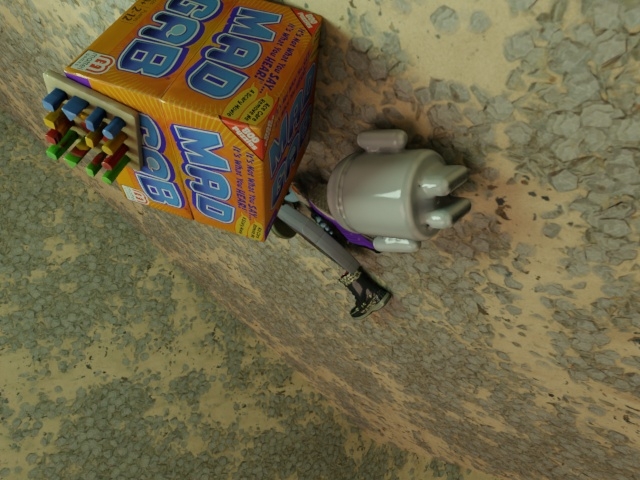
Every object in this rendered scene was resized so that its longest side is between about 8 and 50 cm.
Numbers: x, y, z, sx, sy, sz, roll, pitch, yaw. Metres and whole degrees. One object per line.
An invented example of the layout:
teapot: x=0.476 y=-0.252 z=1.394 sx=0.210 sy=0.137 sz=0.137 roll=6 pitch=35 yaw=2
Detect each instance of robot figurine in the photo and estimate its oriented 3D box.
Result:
robot figurine: x=0.157 y=-0.106 z=0.946 sx=0.353 sy=0.199 sz=0.300 roll=9 pitch=116 yaw=42

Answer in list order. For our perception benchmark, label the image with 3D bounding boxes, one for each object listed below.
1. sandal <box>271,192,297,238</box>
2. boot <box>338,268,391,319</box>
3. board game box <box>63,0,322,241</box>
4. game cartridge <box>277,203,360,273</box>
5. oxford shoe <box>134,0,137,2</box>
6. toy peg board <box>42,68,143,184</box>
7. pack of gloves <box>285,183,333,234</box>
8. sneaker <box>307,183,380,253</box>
sandal: x=-0.129 y=-0.118 z=1.355 sx=0.086 sy=0.120 sz=0.303 roll=7 pitch=139 yaw=23
boot: x=0.135 y=0.194 z=1.515 sx=0.178 sy=0.085 sz=0.236 roll=43 pitch=144 yaw=-3
board game box: x=-0.229 y=-0.277 z=0.903 sx=0.356 sy=0.357 sz=0.357 roll=17 pitch=148 yaw=4
game cartridge: x=0.000 y=0.000 z=1.301 sx=0.196 sy=0.060 sz=0.294 roll=28 pitch=171 yaw=48
oxford shoe: x=-0.367 y=-0.541 z=1.015 sx=0.169 sy=0.130 sz=0.450 roll=18 pitch=147 yaw=28
toy peg board: x=-0.417 y=-0.186 z=0.733 sx=0.161 sy=0.079 sz=0.161 roll=25 pitch=148 yaw=-7
pack of gloves: x=-0.054 y=-0.096 z=1.247 sx=0.195 sy=0.046 sz=0.232 roll=50 pitch=180 yaw=-18
sneaker: x=0.081 y=-0.049 z=1.215 sx=0.293 sy=0.102 sz=0.146 roll=32 pitch=151 yaw=13
